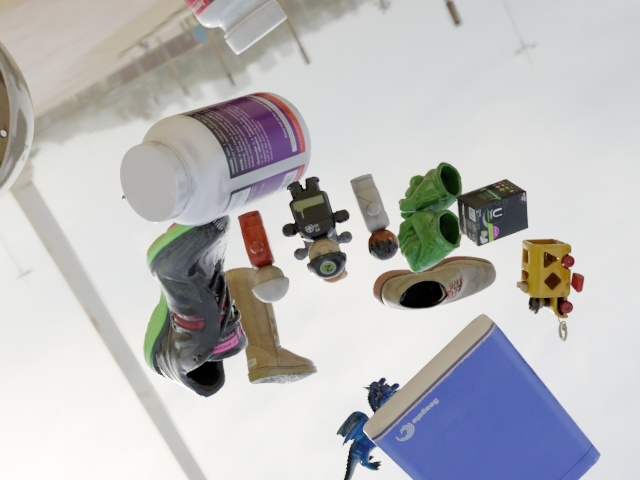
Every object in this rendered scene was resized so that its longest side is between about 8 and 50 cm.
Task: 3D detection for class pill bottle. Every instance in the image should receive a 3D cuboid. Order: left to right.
[{"bbox_3d":[-0.210,-0.540,1.882,0.176,0.318,0.176,-36,-170,7],"label":"pill bottle"},{"bbox_3d":[-0.171,-0.133,1.554,0.181,0.182,0.323,-17,-174,40],"label":"pill bottle"}]

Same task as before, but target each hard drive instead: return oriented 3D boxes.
[{"bbox_3d":[0.223,0.267,1.245,0.210,0.319,0.040,-43,-148,-2],"label":"hard drive"}]

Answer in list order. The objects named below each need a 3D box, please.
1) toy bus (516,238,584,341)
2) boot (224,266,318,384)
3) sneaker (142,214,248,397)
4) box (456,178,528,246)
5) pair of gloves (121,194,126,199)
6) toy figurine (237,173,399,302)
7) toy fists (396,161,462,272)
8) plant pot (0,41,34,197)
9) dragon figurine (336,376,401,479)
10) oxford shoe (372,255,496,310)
[{"bbox_3d":[0.477,0.091,2.024,0.104,0.191,0.202,-1,-127,-8],"label":"toy bus"},{"bbox_3d":[-0.116,0.202,2.246,0.089,0.270,0.236,-26,160,28],"label":"boot"},{"bbox_3d":[-0.212,0.116,1.768,0.185,0.202,0.483,-38,154,-36],"label":"sneaker"},{"bbox_3d":[0.238,-0.039,1.300,0.083,0.062,0.052,-19,-149,-17],"label":"box"},{"bbox_3d":[-0.332,-0.097,1.799,0.083,0.074,0.010,-58,-146,27],"label":"pair of gloves"},{"bbox_3d":[0.000,0.000,1.449,0.209,0.148,0.213,-7,164,-46],"label":"toy figurine"},{"bbox_3d":[0.235,-0.050,2.095,0.142,0.096,0.279,-42,-151,40],"label":"toy fists"},{"bbox_3d":[-0.469,-0.148,1.153,0.284,0.284,0.191,-26,-179,9],"label":"plant pot"},{"bbox_3d":[0.091,0.440,2.124,0.289,0.144,0.085,-45,-167,-1],"label":"dragon figurine"},{"bbox_3d":[0.313,0.124,2.390,0.348,0.123,0.130,-12,-161,-21],"label":"oxford shoe"}]
